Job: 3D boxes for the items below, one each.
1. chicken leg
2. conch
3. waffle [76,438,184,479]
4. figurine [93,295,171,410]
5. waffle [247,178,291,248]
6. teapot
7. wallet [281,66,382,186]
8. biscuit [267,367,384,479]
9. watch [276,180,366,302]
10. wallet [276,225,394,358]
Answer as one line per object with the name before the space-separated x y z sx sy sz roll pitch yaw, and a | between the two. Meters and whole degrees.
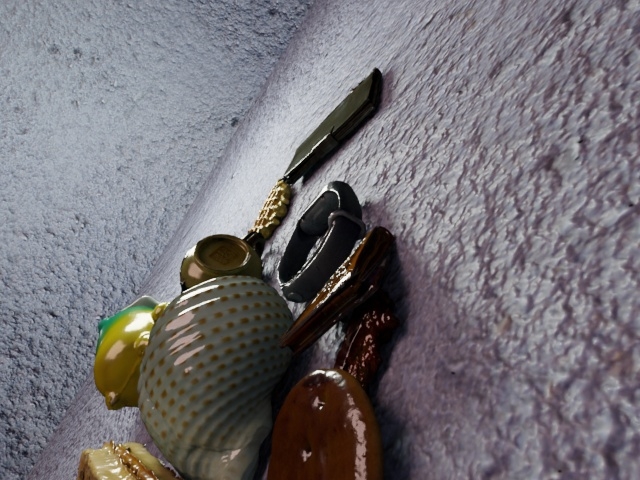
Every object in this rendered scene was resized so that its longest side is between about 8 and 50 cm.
chicken leg | 0.046 0.149 0.617 0.089 0.048 0.219 -32 32 54
conch | -0.176 0.212 0.813 0.303 0.215 0.319 -51 18 45
waffle | -0.261 0.429 0.703 0.376 0.114 0.261 -17 64 58
figurine | -0.453 0.274 1.305 0.324 0.231 0.340 -59 15 -1
waffle | -0.137 -0.064 1.337 0.192 0.046 0.161 -50 24 19
teapot | -0.210 0.084 1.165 0.269 0.173 0.183 -45 -26 -45
wallet | 0.028 -0.266 1.263 0.317 0.044 0.169 -39 24 37
biscuit | -0.004 0.239 0.552 0.212 0.036 0.212 -39 44 49
watch | 0.000 0.000 0.915 0.206 0.068 0.193 -41 29 44
wallet | 0.027 0.063 0.720 0.161 0.042 0.195 -44 4 27
